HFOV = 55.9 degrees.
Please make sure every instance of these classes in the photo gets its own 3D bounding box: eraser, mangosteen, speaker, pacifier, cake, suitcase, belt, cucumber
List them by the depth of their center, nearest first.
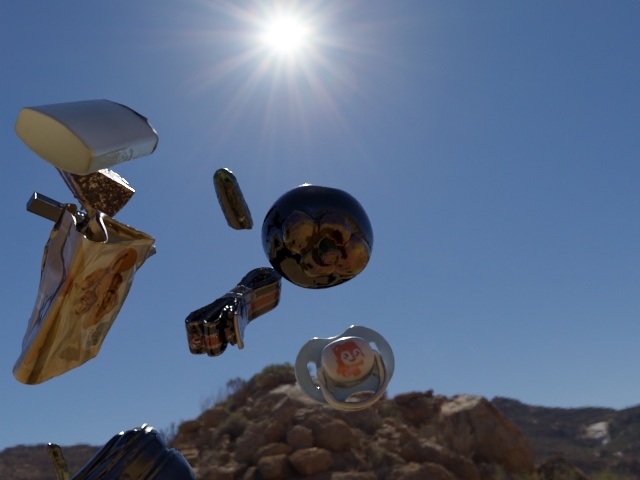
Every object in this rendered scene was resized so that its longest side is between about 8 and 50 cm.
[{"bbox_3d":[-0.373,0.481,0.999,0.345,0.188,0.339,-44,-3,-26],"label":"suitcase"},{"bbox_3d":[-0.515,-0.243,1.366,0.189,0.290,0.104,36,-69,1],"label":"eraser"},{"bbox_3d":[0.000,0.000,1.432,0.275,0.274,0.302,-3,14,-11],"label":"mangosteen"},{"bbox_3d":[-0.191,0.160,1.434,0.126,0.094,0.359,0,17,20],"label":"belt"},{"bbox_3d":[-0.578,-0.177,1.520,0.135,0.112,0.246,-40,-47,-26],"label":"cake"},{"bbox_3d":[-0.672,-0.066,1.594,0.191,0.040,0.046,28,-74,-36],"label":"speaker"},{"bbox_3d":[-0.243,-0.111,1.641,0.075,0.074,0.241,-10,-37,3],"label":"cucumber"},{"bbox_3d":[0.073,0.396,1.790,0.300,0.244,0.233,-15,-24,-14],"label":"pacifier"}]

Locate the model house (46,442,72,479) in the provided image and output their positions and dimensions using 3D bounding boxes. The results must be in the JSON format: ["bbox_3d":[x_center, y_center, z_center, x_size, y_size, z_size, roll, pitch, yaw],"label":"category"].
[{"bbox_3d":[-0.706,0.670,1.505,0.218,0.278,0.205,-17,-7,-44],"label":"model house"}]

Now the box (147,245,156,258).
[{"bbox_3d":[-0.498,0.045,1.555,0.090,0.023,0.133,0,18,17],"label":"box"}]

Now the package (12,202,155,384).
[{"bbox_3d":[-0.504,0.094,1.194,0.311,0.165,0.221,-63,-11,12],"label":"package"}]
